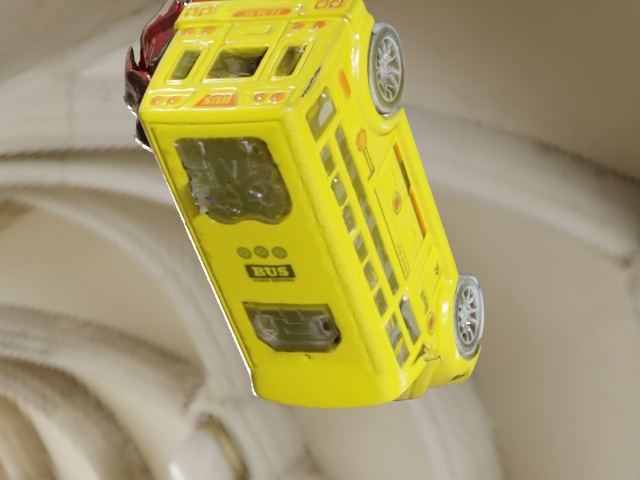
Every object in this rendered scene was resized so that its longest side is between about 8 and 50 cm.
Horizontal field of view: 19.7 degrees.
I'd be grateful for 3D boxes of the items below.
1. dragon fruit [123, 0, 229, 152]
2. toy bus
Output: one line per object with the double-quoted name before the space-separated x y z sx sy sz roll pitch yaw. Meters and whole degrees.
"dragon fruit" -0.073 -0.123 1.484 0.188 0.182 0.182 -126 -157 -57
"toy bus" 0.000 0.000 1.226 0.144 0.152 0.330 0 -48 25
